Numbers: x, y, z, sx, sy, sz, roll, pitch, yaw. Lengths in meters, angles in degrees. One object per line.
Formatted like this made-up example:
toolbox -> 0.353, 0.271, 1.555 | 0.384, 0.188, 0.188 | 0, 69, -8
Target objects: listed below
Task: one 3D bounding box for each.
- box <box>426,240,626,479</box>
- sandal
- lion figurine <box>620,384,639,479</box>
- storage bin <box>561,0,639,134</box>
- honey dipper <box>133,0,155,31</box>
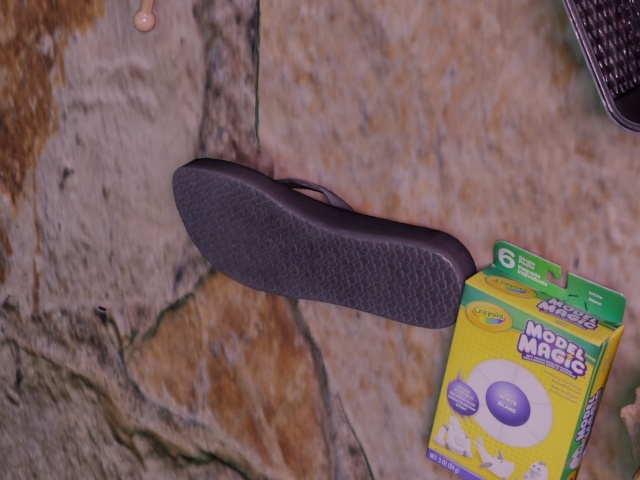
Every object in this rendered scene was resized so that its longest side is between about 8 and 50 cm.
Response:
box -> 0.139, 0.096, 0.773 | 0.105, 0.043, 0.179 | 26, 121, 29
sandal -> 0.000, 0.001, 0.850 | 0.254, 0.054, 0.097 | 20, 128, 21
lion figurine -> 0.356, 0.125, 0.556 | 0.392, 0.142, 0.240 | -26, 68, 29
storage bin -> 0.193, -0.160, 0.590 | 0.122, 0.084, 0.180 | -19, 96, 43
honey dipper -> -0.124, -0.232, 0.865 | 0.030, 0.030, 0.160 | 37, 132, 22
